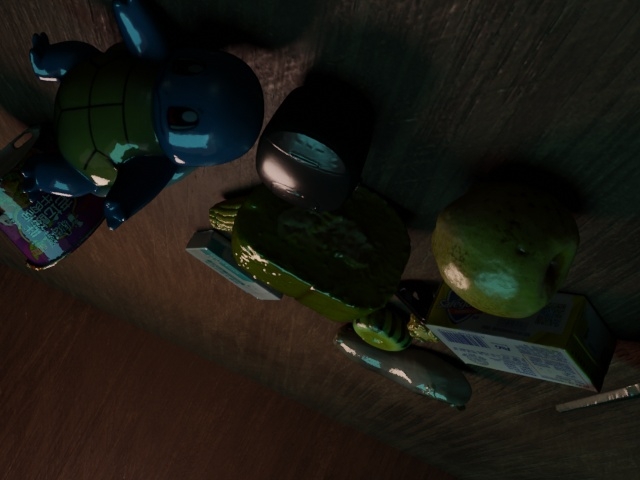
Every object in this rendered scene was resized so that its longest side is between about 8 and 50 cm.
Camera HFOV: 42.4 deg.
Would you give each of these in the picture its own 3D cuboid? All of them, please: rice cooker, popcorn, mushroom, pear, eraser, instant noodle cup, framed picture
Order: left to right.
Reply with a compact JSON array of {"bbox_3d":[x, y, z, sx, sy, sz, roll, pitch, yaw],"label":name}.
[{"bbox_3d":[-0.549,-0.095,1.621,0.251,0.251,0.190,1,141,50],"label":"instant noodle cup"},{"bbox_3d":[-0.183,0.056,1.815,0.225,0.052,0.095,37,156,-31],"label":"eraser"},{"bbox_3d":[-0.007,-0.114,1.054,0.142,0.118,0.203,25,160,-1],"label":"rice cooker"},{"bbox_3d":[0.181,0.285,1.898,0.351,0.097,0.109,19,159,25],"label":"mushroom"},{"bbox_3d":[0.212,0.169,1.613,0.083,0.057,0.082,40,150,-27],"label":"popcorn"},{"bbox_3d":[0.223,0.006,1.018,0.178,0.178,0.178,22,161,8],"label":"pear"},{"bbox_3d":[0.515,0.225,1.263,0.211,0.020,0.289,-9,165,-11],"label":"framed picture"}]

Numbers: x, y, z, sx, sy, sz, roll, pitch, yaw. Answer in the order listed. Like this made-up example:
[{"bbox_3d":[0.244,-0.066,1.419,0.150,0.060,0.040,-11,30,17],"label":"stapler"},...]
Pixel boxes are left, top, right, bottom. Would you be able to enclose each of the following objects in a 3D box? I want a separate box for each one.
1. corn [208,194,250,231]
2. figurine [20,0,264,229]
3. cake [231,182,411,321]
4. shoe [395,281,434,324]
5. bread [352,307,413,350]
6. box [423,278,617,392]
[{"bbox_3d":[-0.136,-0.046,1.466,0.067,0.067,0.206,36,159,-29],"label":"corn"},{"bbox_3d":[-0.261,-0.148,1.084,0.243,0.298,0.416,15,167,-35],"label":"figurine"},{"bbox_3d":[0.000,0.000,1.255,0.260,0.179,0.156,31,160,-6],"label":"cake"},{"bbox_3d":[0.183,0.108,1.485,0.062,0.053,0.159,26,-166,-26],"label":"shoe"},{"bbox_3d":[0.129,0.180,1.719,0.139,0.071,0.130,37,161,-34],"label":"bread"},{"bbox_3d":[0.327,0.152,1.362,0.265,0.097,0.168,6,153,45],"label":"box"}]
